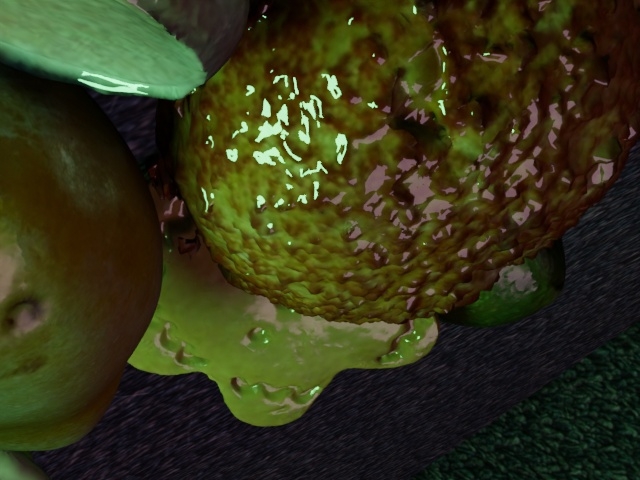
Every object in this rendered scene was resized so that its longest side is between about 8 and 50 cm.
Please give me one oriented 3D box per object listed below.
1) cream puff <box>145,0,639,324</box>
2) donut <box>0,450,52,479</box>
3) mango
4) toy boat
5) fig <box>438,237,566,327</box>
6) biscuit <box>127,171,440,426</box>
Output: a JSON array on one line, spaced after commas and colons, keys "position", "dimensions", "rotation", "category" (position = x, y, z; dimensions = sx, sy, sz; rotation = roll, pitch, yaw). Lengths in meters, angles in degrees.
[{"position": [0.066, -0.091, 0.829], "dimensions": [0.350, 0.228, 0.350], "rotation": [-55, 174, -9], "category": "cream puff"}, {"position": [-0.393, 0.270, 1.184], "dimensions": [0.382, 0.142, 0.383], "rotation": [-19, 133, -21], "category": "donut"}, {"position": [-0.194, 0.013, 0.818], "dimensions": [0.221, 0.199, 0.384], "rotation": [2, 153, 7], "category": "mango"}, {"position": [-0.129, -0.137, 0.607], "dimensions": [0.227, 0.085, 0.155], "rotation": [23, 163, -28], "category": "toy boat"}, {"position": [0.085, -0.006, 1.281], "dimensions": [0.235, 0.203, 0.203], "rotation": [-20, 167, 23], "category": "fig"}, {"position": [0.000, 0.001, 1.118], "dimensions": [0.275, 0.052, 0.355], "rotation": [33, 116, -25], "category": "biscuit"}]
